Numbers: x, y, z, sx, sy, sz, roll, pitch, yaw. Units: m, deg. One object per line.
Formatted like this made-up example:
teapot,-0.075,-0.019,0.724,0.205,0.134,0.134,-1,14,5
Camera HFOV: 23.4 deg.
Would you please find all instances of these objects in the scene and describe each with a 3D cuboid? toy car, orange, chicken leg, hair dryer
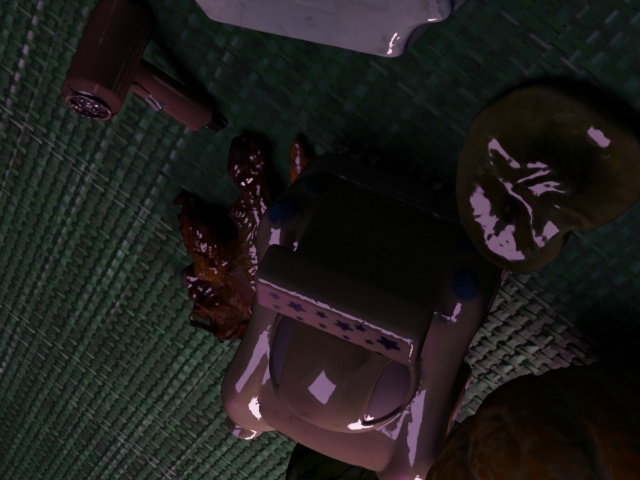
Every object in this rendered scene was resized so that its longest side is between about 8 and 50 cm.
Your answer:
toy car,0.030,0.113,1.503,0.242,0.226,0.336,22,130,10
orange,0.243,0.264,1.473,0.249,0.329,0.329,-114,3,-48
chicken leg,-0.091,0.005,1.698,0.177,0.083,0.322,57,151,2
hair dryer,-0.167,-0.152,1.550,0.182,0.117,0.064,32,154,-32

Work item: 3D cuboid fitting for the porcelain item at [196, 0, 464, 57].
porcelain item,-0.007,-0.289,1.128,0.281,0.157,0.286,14,142,30

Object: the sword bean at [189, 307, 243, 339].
sword bean,-0.041,0.130,1.846,0.269,0.038,0.043,22,141,21

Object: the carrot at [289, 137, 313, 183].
carrot,0.000,0.000,1.611,0.061,0.061,0.256,13,140,35

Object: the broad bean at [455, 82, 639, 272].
broad bean,0.195,-0.060,1.331,0.153,0.072,0.206,34,138,1

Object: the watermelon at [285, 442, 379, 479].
watermelon,0.052,0.282,1.807,0.188,0.188,0.214,31,149,10
